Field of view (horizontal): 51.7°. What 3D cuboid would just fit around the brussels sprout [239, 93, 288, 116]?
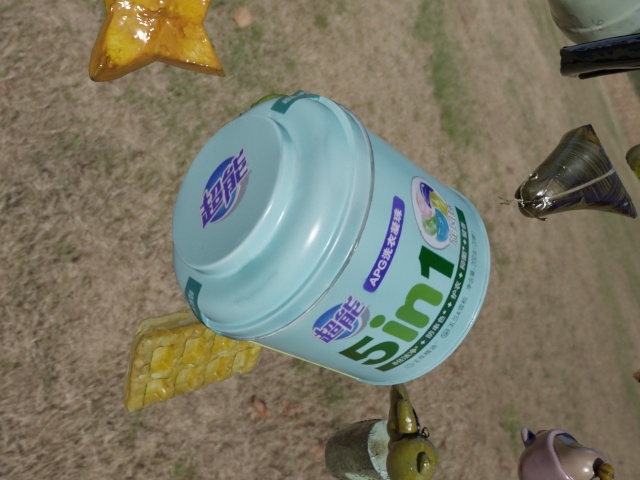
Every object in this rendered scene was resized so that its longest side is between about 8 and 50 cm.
[{"bbox_3d":[-0.055,-0.178,1.099,0.181,0.139,0.100,-20,46,-31],"label":"brussels sprout"}]

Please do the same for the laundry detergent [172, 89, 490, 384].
[{"bbox_3d":[0.000,0.000,0.784,0.305,0.287,0.287,27,47,-41],"label":"laundry detergent"}]

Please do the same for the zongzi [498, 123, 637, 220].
[{"bbox_3d":[0.393,-0.054,1.011,0.187,0.084,0.184,-42,103,-20],"label":"zongzi"}]

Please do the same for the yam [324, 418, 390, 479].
[{"bbox_3d":[0.114,0.497,1.550,0.153,0.254,0.154,8,72,-26],"label":"yam"}]

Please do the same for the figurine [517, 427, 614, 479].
[{"bbox_3d":[0.474,0.474,1.219,0.176,0.186,0.287,43,28,-22],"label":"figurine"}]

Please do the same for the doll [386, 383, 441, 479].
[{"bbox_3d":[0.162,0.347,1.171,0.210,0.097,0.137,-92,-169,-51],"label":"doll"}]

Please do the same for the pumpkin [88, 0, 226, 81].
[{"bbox_3d":[-0.326,-0.444,1.311,0.290,0.095,0.259,-8,99,-30],"label":"pumpkin"}]

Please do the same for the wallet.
[{"bbox_3d":[0.642,-0.331,1.134,0.228,0.405,0.062,-16,104,-54],"label":"wallet"}]

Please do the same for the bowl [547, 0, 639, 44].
[{"bbox_3d":[0.606,-0.587,1.401,0.163,0.307,0.307,30,44,-33],"label":"bowl"}]

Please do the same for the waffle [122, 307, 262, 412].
[{"bbox_3d":[-0.204,0.180,1.125,0.274,0.168,0.057,-13,43,-40],"label":"waffle"}]

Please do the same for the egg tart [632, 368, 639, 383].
[{"bbox_3d":[0.667,0.232,1.129,0.241,0.241,0.106,14,59,-56],"label":"egg tart"}]

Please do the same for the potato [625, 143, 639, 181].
[{"bbox_3d":[0.699,-0.125,1.319,0.054,0.119,0.198,-27,67,-39],"label":"potato"}]
